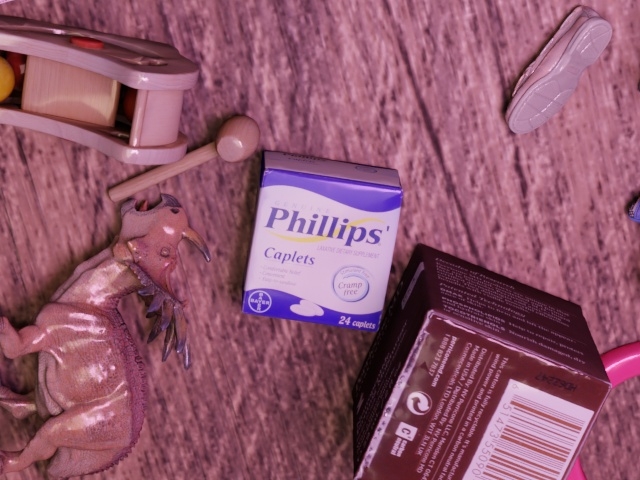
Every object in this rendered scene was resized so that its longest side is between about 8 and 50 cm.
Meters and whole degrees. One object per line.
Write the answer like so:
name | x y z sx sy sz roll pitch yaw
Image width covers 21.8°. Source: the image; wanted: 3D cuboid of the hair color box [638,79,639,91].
hair color box | 0.477 -0.173 1.403 0.374 0.113 0.185 10 106 -2

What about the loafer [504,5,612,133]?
loafer | 0.204 -0.149 1.455 0.045 0.039 0.125 25 111 -41

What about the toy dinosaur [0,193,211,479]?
toy dinosaur | -0.199 0.118 1.492 0.200 0.127 0.296 0 112 -7

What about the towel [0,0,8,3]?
towel | -0.302 -0.294 1.401 0.144 0.029 0.197 -17 98 -5

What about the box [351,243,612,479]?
box | 0.132 0.130 1.447 0.167 0.203 0.168 21 105 -6

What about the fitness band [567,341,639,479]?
fitness band | 0.351 0.214 1.553 0.290 0.054 0.209 30 107 -7

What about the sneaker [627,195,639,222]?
sneaker | 0.334 0.047 1.476 0.087 0.083 0.221 -16 80 21

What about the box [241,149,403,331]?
box | 0.000 0.000 1.477 0.126 0.072 0.137 8 106 -3

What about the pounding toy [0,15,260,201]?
pounding toy | -0.188 -0.091 1.408 0.269 0.154 0.155 10 106 -2
